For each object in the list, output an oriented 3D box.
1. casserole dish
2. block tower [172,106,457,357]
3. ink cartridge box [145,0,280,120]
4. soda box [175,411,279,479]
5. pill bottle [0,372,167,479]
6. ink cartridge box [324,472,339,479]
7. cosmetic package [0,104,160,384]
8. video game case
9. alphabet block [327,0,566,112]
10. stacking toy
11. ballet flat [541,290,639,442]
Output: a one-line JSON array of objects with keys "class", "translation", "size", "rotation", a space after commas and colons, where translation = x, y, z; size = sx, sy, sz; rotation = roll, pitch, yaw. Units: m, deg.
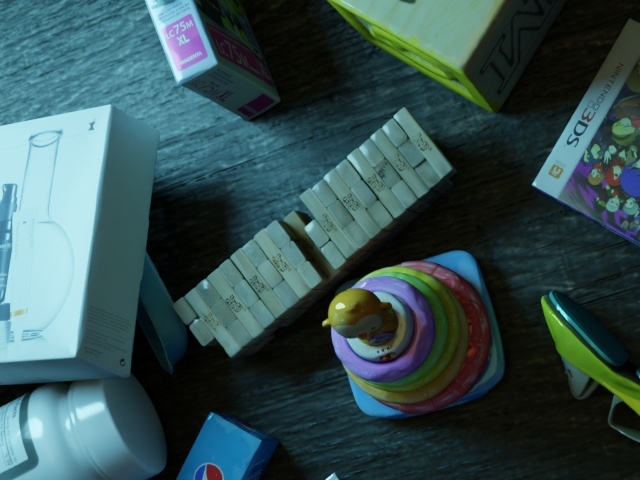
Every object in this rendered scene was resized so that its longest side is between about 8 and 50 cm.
[{"class": "casserole dish", "translation": [-0.198, 0.064, 1.603], "size": [0.037, 0.114, 0.188], "rotation": [-25, 72, -14]}, {"class": "block tower", "translation": [0.000, 0.000, 1.550], "size": [0.335, 0.097, 0.091], "rotation": [-40, 80, 10]}, {"class": "ink cartridge box", "translation": [-0.154, -0.301, 1.598], "size": [0.065, 0.186, 0.311], "rotation": [-28, 74, 14]}, {"class": "soda box", "translation": [-0.130, 0.300, 1.562], "size": [0.071, 0.067, 0.210], "rotation": [27, 91, 19]}, {"class": "pill bottle", "translation": [-0.325, 0.259, 1.580], "size": [0.283, 0.161, 0.161], "rotation": [-27, 75, 11]}, {"class": "ink cartridge box", "translation": [0.029, 0.318, 1.530], "size": [0.063, 0.029, 0.115], "rotation": [-39, 72, 9]}, {"class": "cosmetic package", "translation": [-0.368, 0.017, 1.593], "size": [0.377, 0.097, 0.285], "rotation": [-7, 67, 33]}, {"class": "video game case", "translation": [0.375, -0.092, 1.477], "size": [0.232, 0.042, 0.210], "rotation": [31, 93, 19]}, {"class": "alphabet block", "translation": [0.148, -0.279, 1.498], "size": [0.192, 0.193, 0.197], "rotation": [32, 92, 21]}, {"class": "stacking toy", "translation": [0.072, 0.088, 1.407], "size": [0.175, 0.302, 0.166], "rotation": [-16, 77, 14]}, {"class": "ballet flat", "translation": [0.306, 0.148, 1.450], "size": [0.231, 0.077, 0.077], "rotation": [38, 111, 17]}]
